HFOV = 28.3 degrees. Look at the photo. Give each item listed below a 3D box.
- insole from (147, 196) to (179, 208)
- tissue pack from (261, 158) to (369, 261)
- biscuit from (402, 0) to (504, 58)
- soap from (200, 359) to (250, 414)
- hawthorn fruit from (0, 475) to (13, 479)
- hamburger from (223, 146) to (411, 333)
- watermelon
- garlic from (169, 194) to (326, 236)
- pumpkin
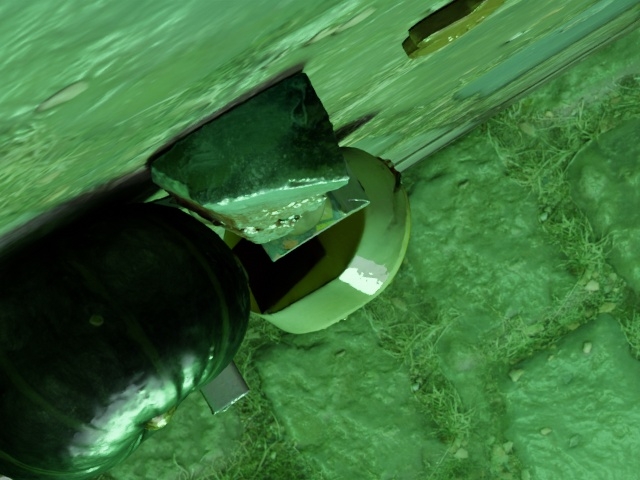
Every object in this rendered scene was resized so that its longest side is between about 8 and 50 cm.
[{"bbox_3d":[-0.176,-0.033,1.339,0.080,0.003,0.232,-32,177,24],"label":"insole"},{"bbox_3d":[-0.029,-0.054,1.498,0.148,0.109,0.060,-31,180,43],"label":"tissue pack"},{"bbox_3d":[0.129,-0.208,1.202,0.118,0.023,0.140,-30,179,-38],"label":"biscuit"},{"bbox_3d":[-0.218,0.172,2.196,0.081,0.259,0.181,-31,177,-7],"label":"soap"},{"bbox_3d":[-0.457,0.243,1.511,0.242,0.242,0.271,-30,-151,-18],"label":"hawthorn fruit"},{"bbox_3d":[0.000,0.000,1.743,0.295,0.227,0.151,-28,157,34],"label":"hamburger"},{"bbox_3d":[-0.066,-0.046,1.143,0.154,0.094,0.241,-23,170,-7],"label":"watermelon"},{"bbox_3d":[-0.071,-0.044,1.387,0.266,0.148,0.128,115,-5,-77],"label":"garlic"},{"bbox_3d":[-0.208,0.092,1.188,0.300,0.207,0.300,-39,169,-9],"label":"pumpkin"}]
